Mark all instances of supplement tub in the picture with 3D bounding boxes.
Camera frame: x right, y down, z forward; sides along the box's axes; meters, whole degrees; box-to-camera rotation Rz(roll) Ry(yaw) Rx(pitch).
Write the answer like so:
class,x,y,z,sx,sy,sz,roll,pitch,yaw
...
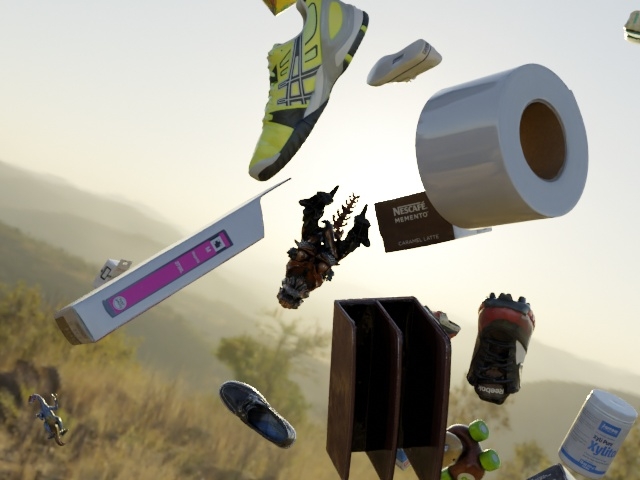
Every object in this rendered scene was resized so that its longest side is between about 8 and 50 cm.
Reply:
class,x,y,z,sx,sy,sz,roll,pitch,yaw
supplement tub,0.383,0.269,1.269,0.071,0.107,0.071,21,15,-6

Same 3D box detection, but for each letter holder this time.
class,x,y,z,sx,sy,sz,roll,pitch,yaw
letter holder,0.113,0.273,1.550,0.152,0.301,0.214,-2,19,-14

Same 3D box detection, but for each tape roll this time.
class,x,y,z,sx,sy,sz,roll,pitch,yaw
tape roll,0.292,-0.146,1.471,0.246,0.246,0.169,19,-20,-39

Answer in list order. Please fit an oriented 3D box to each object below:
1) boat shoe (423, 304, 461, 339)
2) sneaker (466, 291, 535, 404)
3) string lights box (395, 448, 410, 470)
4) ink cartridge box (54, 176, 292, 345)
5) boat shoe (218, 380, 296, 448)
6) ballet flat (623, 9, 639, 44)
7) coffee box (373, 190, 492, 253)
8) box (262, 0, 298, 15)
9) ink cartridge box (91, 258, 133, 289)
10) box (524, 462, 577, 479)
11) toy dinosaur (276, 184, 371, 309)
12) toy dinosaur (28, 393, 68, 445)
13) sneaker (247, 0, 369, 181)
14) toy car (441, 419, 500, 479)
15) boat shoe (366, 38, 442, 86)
class,x,y,z,sx,sy,sz,roll,pitch,yaw
boat shoe,0.283,0.187,2.162,0.137,0.043,0.049,43,10,-35
sneaker,0.304,0.192,1.552,0.098,0.135,0.276,11,-31,12
string lights box,0.189,0.367,1.945,0.077,0.133,0.259,37,-26,31
ink cartridge box,-0.205,0.031,1.342,0.069,0.371,0.176,58,-24,-6
boat shoe,-0.155,0.408,2.162,0.228,0.080,0.076,40,-7,20
ballet flat,0.650,-0.434,1.864,0.057,0.052,0.168,17,9,17
coffee box,0.216,-0.043,1.718,0.141,0.098,0.246,-13,-2,25
box,-0.064,-0.669,1.854,0.290,0.279,0.177,53,-14,9
ink cartridge box,-0.432,0.068,1.903,0.028,0.083,0.048,36,5,21
box,0.437,0.680,2.040,0.318,0.395,0.097,44,20,-40
toy dinosaur,0.000,0.000,1.952,0.164,0.321,0.218,15,-38,-10
toy dinosaur,-0.469,0.301,1.559,0.047,0.090,0.082,-20,54,-36
sneaker,-0.053,-0.294,1.762,0.147,0.384,0.145,28,-4,-8
toy car,0.314,0.525,2.229,0.155,0.148,0.188,-34,-27,33
boat shoe,0.234,-0.484,2.576,0.088,0.096,0.268,29,-30,-27
